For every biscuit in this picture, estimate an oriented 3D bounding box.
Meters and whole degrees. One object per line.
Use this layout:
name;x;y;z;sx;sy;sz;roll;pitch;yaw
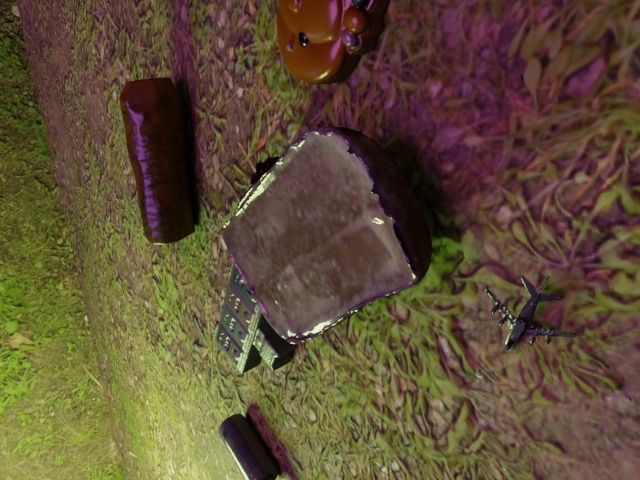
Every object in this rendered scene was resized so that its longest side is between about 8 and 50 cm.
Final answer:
biscuit;0.000;-0.253;0.552;0.170;0.050;0.170;23;119;50

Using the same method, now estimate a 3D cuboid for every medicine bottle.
medicine bottle;-0.116;0.404;0.910;0.199;0.058;0.057;42;132;40

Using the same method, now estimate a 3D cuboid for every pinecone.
pinecone;-0.059;-0.072;0.674;0.083;0.077;0.077;-34;72;63

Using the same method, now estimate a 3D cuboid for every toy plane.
toy plane;0.173;0.068;0.431;0.078;0.024;0.084;31;126;24

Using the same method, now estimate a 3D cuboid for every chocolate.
chocolate;0.000;0.000;0.573;0.303;0.100;0.185;-36;84;50

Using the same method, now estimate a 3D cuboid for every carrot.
carrot;-0.304;-0.150;0.960;0.114;0.114;0.301;21;119;50

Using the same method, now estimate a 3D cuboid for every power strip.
power strip;-0.095;0.136;0.809;0.145;0.061;0.215;45;135;28
